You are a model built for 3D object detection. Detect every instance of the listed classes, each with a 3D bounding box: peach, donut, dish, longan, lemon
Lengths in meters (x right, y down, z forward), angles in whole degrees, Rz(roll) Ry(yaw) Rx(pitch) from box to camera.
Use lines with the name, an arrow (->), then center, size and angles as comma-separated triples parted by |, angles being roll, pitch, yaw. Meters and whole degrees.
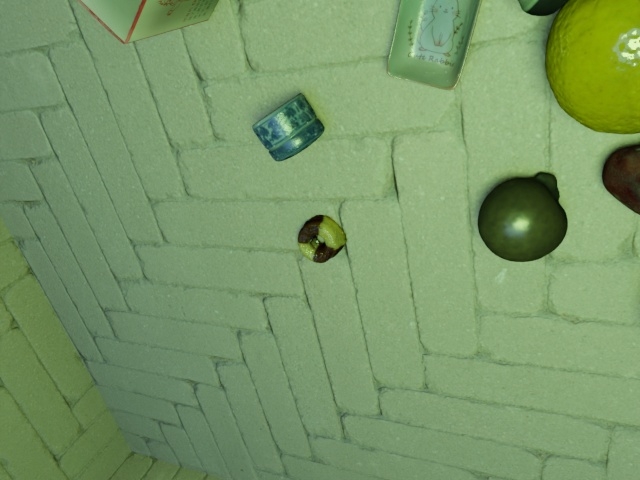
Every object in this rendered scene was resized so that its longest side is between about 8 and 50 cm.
peach -> 0.610, -0.121, 0.884 | 0.152, 0.152, 0.151 | 13, 125, 19
donut -> 0.000, 0.000, 1.325 | 0.141, 0.059, 0.140 | 13, 122, 21
dish -> 0.225, -0.416, 0.932 | 0.151, 0.077, 0.212 | 20, 127, 17
longan -> 0.435, -0.052, 1.017 | 0.185, 0.159, 0.204 | 29, 91, -13
lemon -> 0.491, -0.301, 0.761 | 0.268, 0.267, 0.267 | 13, 125, 19

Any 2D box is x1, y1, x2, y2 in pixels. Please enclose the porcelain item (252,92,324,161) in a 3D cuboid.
porcelain item -> -0.073, -0.263, 1.135 | 0.147, 0.147, 0.114 | -24, 109, 36

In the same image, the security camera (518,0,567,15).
security camera -> 0.300, -0.502, 0.743 | 0.277, 0.197, 0.191 | 33, 110, -1

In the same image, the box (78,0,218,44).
box -> -0.345, -0.626, 0.936 | 0.300, 0.312, 0.314 | 44, 130, -6
